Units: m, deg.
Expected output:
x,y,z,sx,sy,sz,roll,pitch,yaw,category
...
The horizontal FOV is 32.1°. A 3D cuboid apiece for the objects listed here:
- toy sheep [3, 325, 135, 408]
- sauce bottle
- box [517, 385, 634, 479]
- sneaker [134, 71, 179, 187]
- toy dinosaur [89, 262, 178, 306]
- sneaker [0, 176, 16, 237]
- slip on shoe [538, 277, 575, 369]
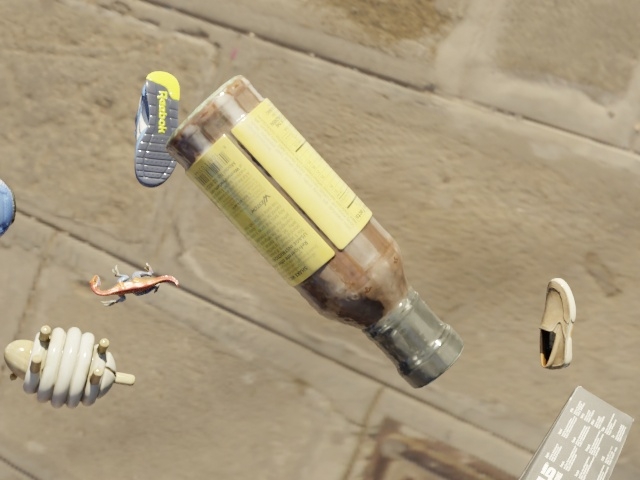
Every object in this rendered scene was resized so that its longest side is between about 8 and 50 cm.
x,y,z,sx,sy,sz,roll,pitch,yaw,category
-0.250,0.127,1.110,0.132,0.091,0.091,18,93,-11,toy sheep
0.000,0.000,1.075,0.111,0.111,0.344,-39,96,17,sauce bottle
0.204,0.316,1.134,0.076,0.307,0.242,31,119,14,box
-0.200,-0.130,1.355,0.059,0.053,0.144,151,127,-63,sneaker
-0.236,0.050,1.355,0.090,0.082,0.047,-15,90,38,toy dinosaur
-0.420,-0.008,0.949,0.147,0.330,0.130,19,113,55,sneaker
0.344,0.125,1.640,0.051,0.041,0.135,18,111,58,slip on shoe
